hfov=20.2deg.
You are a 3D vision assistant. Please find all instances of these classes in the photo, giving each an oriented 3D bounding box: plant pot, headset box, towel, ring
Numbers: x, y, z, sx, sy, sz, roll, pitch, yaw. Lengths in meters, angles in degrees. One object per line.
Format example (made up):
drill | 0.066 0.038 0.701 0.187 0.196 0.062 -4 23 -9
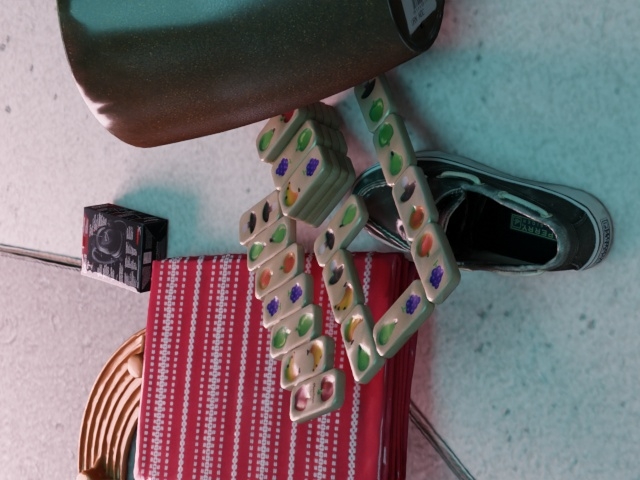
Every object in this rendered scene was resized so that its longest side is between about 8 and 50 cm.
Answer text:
plant pot | -0.035 -0.179 1.302 0.230 0.215 0.215 -2 97 26
headset box | -0.172 0.005 1.550 0.083 0.032 0.062 15 107 39
towel | -0.038 0.108 1.419 0.274 0.031 0.199 -1 81 41
ring | -0.099 0.232 1.530 0.336 0.032 0.337 8 103 39

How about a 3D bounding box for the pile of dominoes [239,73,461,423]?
pile of dominoes | 0.000 0.000 1.314 0.196 0.040 0.251 -51 36 30

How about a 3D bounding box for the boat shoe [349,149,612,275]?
boat shoe | 0.098 -0.019 1.283 0.219 0.070 0.078 9 104 40
